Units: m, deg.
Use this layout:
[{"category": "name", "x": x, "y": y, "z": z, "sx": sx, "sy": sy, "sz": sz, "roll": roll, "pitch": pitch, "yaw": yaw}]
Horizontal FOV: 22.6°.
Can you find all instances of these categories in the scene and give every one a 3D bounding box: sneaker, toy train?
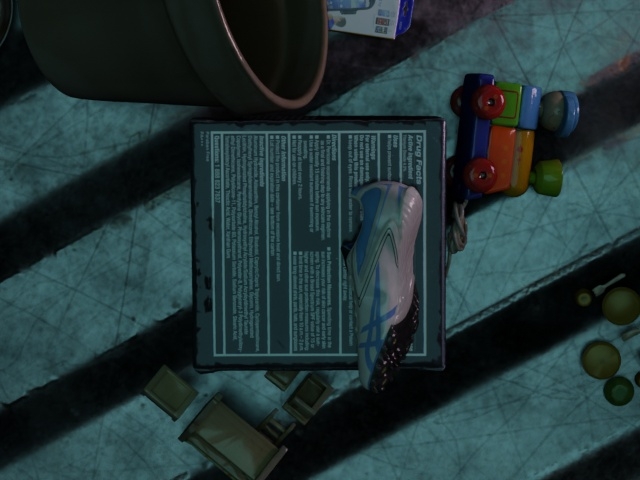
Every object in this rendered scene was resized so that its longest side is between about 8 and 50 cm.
[{"category": "sneaker", "x": 0.063, "y": 0.050, "z": 1.782, "sx": 0.086, "sy": 0.085, "sz": 0.237, "roll": 9, "pitch": 99, "yaw": 26}, {"category": "toy train", "x": 0.228, "y": -0.073, "z": 1.939, "sx": 0.143, "sy": 0.105, "sz": 0.248, "roll": 5, "pitch": 94, "yaw": -12}]

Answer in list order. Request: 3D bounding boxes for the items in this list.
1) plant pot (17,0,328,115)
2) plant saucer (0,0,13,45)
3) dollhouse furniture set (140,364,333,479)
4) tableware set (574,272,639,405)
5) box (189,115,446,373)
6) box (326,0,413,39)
[{"category": "plant pot", "x": -0.183, "y": -0.285, "z": 1.841, "sx": 0.280, "sy": 0.323, "sz": 0.323, "roll": -10, "pitch": 94, "yaw": 22}, {"category": "plant saucer", "x": -0.460, "y": -0.289, "z": 1.972, "sx": 0.168, "sy": 0.029, "sz": 0.168, "roll": 0, "pitch": 94, "yaw": 1}, {"category": "dollhouse furniture set", "x": -0.106, "y": 0.191, "z": 1.981, "sx": 0.182, "sy": 0.101, "sz": 0.161, "roll": 40, "pitch": 69, "yaw": -1}, {"category": "tableware set", "x": 0.366, "y": 0.124, "z": 1.981, "sx": 0.104, "sy": 0.024, "sz": 0.154, "roll": -30, "pitch": 94, "yaw": 7}, {"category": "box", "x": 0.000, "y": 0.000, "z": 1.901, "sx": 0.294, "sy": 0.183, "sz": 0.296, "roll": 0, "pitch": 95, "yaw": 2}, {"category": "box", "x": 0.045, "y": -0.293, "z": 1.958, "sx": 0.136, "sy": 0.028, "sz": 0.081, "roll": 8, "pitch": 94, "yaw": 3}]
